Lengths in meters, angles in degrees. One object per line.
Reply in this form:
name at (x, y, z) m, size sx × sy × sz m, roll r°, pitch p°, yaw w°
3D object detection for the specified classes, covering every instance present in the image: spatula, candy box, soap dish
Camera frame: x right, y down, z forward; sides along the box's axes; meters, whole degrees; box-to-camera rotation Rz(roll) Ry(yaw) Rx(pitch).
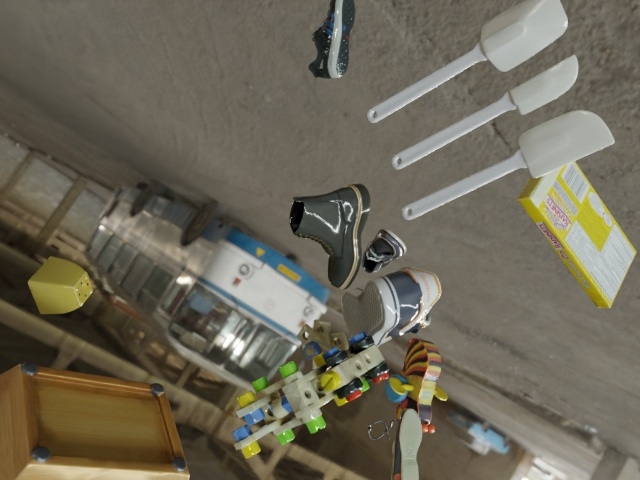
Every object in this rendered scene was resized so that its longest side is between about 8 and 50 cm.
spatula at (0.160, -0.128, 0.719) m, size 0.242 × 0.168 × 0.019 m, roll -25°, pitch 173°, yaw 40°
candy box at (0.345, -0.017, 0.916) m, size 0.206 × 0.105 × 0.027 m, roll 48°, pitch 154°, yaw -20°
soap dish at (-0.347, 0.304, 1.041) m, size 0.291 × 0.118 × 0.229 m, roll 19°, pitch -155°, yaw -36°

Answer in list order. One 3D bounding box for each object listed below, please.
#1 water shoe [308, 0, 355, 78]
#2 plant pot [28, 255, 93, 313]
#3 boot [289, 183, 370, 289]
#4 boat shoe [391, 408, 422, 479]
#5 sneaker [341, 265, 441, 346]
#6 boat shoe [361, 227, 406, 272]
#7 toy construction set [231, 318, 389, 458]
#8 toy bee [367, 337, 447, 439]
water shoe at (0.018, -0.428, 1.406) m, size 0.080 × 0.203 × 0.073 m, roll 1°, pitch 164°, yaw 25°
plant pot at (-0.478, 0.087, 1.293) m, size 0.083 × 0.081 × 0.081 m, roll 5°, pitch 127°, yaw 13°
boot at (0.000, 0.000, 1.174) m, size 0.137 × 0.198 × 0.077 m, roll -10°, pitch -151°, yaw -31°
boat shoe at (0.146, 0.363, 1.201) m, size 0.049 × 0.137 × 0.043 m, roll 11°, pitch 163°, yaw -27°
sneaker at (0.131, 0.129, 1.304) m, size 0.321 × 0.127 × 0.126 m, roll 134°, pitch 121°, yaw -73°
boat shoe at (0.133, 0.030, 1.517) m, size 0.075 × 0.065 × 0.206 m, roll 42°, pitch 166°, yaw 5°
toy construction set at (-0.008, 0.250, 1.234) m, size 0.151 × 0.215 × 0.327 m, roll 54°, pitch -150°, yaw -3°
toy bee at (0.254, 0.415, 1.783) m, size 0.195 × 0.298 × 0.162 m, roll -8°, pitch -157°, yaw -31°
